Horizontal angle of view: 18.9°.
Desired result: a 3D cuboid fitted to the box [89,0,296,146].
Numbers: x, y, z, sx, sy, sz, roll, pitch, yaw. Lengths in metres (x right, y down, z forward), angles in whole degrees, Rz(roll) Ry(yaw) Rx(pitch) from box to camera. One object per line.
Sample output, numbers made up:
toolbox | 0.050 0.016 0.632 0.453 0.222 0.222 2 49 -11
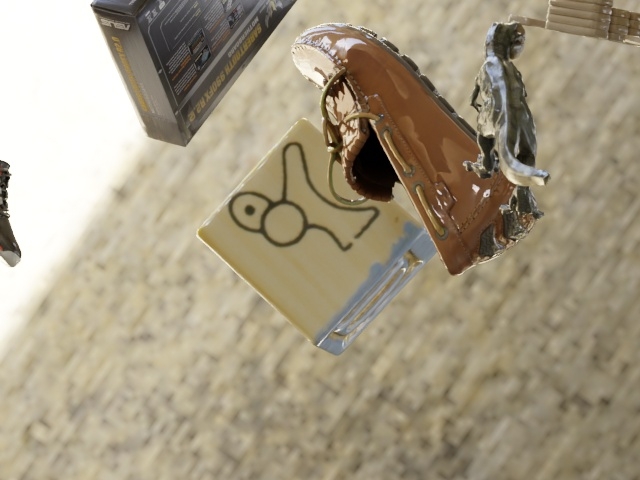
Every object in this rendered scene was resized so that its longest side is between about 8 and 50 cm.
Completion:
box | -0.118 -0.237 1.895 0.056 0.231 0.183 18 -32 28

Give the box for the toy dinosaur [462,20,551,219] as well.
toy dinosaur | 0.165 -0.089 1.687 0.064 0.118 0.268 -1 38 -3

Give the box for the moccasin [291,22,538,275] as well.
moccasin | 0.071 -0.097 1.995 0.380 0.147 0.139 50 -4 35

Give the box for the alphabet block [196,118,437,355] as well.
alphabet block | 0.000 0.000 2.263 0.197 0.192 0.193 44 -1 12

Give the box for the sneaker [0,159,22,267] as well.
sneaker | -0.322 -0.049 1.857 0.158 0.065 0.061 57 -13 8

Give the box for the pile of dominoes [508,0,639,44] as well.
pile of dominoes | 0.322 -0.205 1.857 0.196 0.040 0.251 16 10 42
